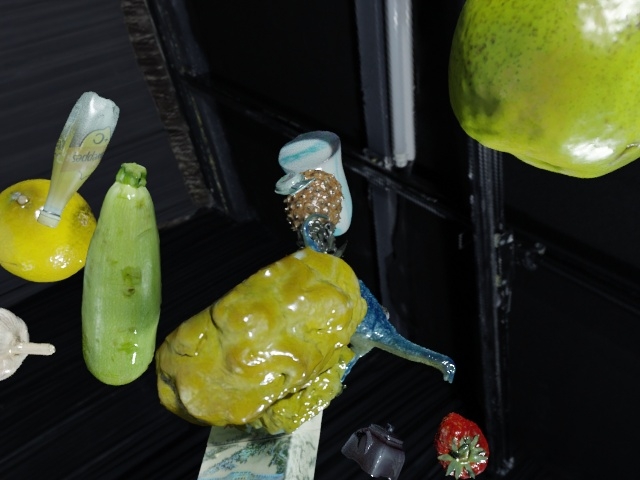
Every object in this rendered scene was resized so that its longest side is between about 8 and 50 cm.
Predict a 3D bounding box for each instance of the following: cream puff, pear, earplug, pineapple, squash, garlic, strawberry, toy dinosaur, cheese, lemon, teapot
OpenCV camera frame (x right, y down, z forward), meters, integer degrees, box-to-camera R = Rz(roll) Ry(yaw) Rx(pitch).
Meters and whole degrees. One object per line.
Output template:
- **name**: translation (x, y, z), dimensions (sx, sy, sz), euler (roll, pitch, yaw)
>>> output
- **cream puff**: translation (-0.062, 0.139, 0.651), dimensions (0.185, 0.281, 0.282), euler (55, -25, 5)
- **pear**: translation (0.387, -0.295, 0.807), dimensions (0.391, 0.390, 0.391), euler (44, -30, 34)
- **earplug**: translation (0.013, -0.147, 1.586), dimensions (0.185, 0.185, 0.324), euler (36, -23, 44)
- **pineapple**: translation (-0.001, 0.002, 1.257), dimensions (0.166, 0.165, 0.365), euler (101, -16, -54)
- **squash**: translation (-0.294, 0.068, 0.784), dimensions (0.118, 0.118, 0.371), euler (40, -54, 39)
- **garlic**: translation (-0.819, 0.295, 1.397), dimensions (0.225, 0.199, 0.199), euler (8, -42, 5)
- **strawberry**: translation (0.315, 0.464, 1.203), dimensions (0.131, 0.131, 0.148), euler (66, -8, -9)
- **toy dinosaur**: translation (0.041, 0.112, 0.822), dimensions (0.363, 0.147, 0.076), euler (49, -9, 31)
- **cheese**: translation (-0.056, -0.113, 1.056), dimensions (0.026, 0.067, 0.120), euler (58, -14, -24)
- **lemon**: translation (-0.669, -0.034, 1.250), dimensions (0.240, 0.240, 0.219), euler (48, -20, 27)
- **teapot**: translation (0.121, 0.419, 1.070), dimensions (0.087, 0.096, 0.177), euler (23, -12, 42)

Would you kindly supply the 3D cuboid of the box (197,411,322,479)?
- **box**: translation (-0.095, 0.345, 0.735), dimensions (0.164, 0.257, 0.069), euler (-19, -51, 27)

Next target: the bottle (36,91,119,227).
- **bottle**: translation (-0.475, -0.153, 1.016), dimensions (0.083, 0.270, 0.083), euler (21, -4, 1)

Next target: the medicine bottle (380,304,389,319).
- **medicine bottle**: translation (0.140, 0.197, 1.334), dimensions (0.052, 0.089, 0.052), euler (2, -84, 21)
